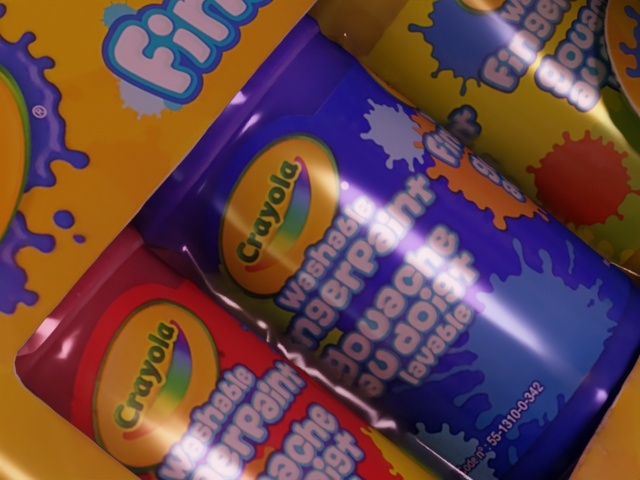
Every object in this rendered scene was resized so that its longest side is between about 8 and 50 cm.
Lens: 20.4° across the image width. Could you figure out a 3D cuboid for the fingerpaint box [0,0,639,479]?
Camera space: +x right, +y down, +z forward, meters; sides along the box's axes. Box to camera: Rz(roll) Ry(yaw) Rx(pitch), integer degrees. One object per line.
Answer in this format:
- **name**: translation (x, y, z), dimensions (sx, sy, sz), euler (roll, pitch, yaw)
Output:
- **fingerpaint box**: translation (0.000, 0.000, 0.780), dimensions (0.371, 0.445, 0.163), euler (39, 143, -2)
